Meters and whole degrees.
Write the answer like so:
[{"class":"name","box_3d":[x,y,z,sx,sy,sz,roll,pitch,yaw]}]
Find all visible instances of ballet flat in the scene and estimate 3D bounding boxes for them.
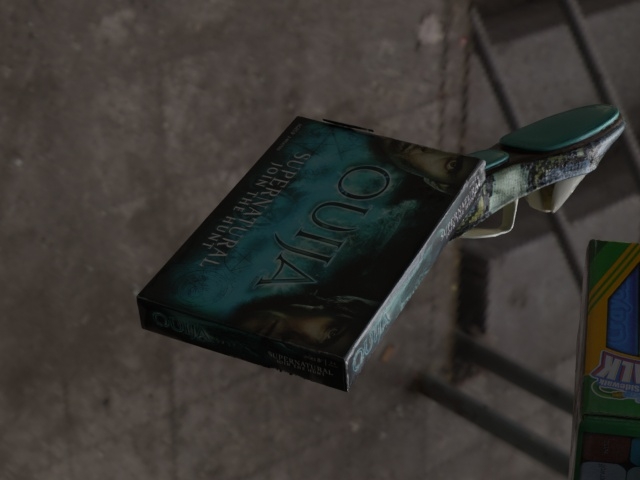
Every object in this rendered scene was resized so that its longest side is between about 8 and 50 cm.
[{"class":"ballet flat","box_3d":[0.137,-0.042,1.043,0.188,0.070,0.070,-20,124,-23]}]

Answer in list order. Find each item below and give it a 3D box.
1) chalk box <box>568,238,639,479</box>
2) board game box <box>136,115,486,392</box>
[{"class":"chalk box","box_3d":[0.313,0.163,1.311,0.289,0.179,0.180,-77,168,-45]},{"class":"board game box","box_3d":[0.000,0.000,0.830,0.186,0.126,0.026,-53,149,-43]}]
